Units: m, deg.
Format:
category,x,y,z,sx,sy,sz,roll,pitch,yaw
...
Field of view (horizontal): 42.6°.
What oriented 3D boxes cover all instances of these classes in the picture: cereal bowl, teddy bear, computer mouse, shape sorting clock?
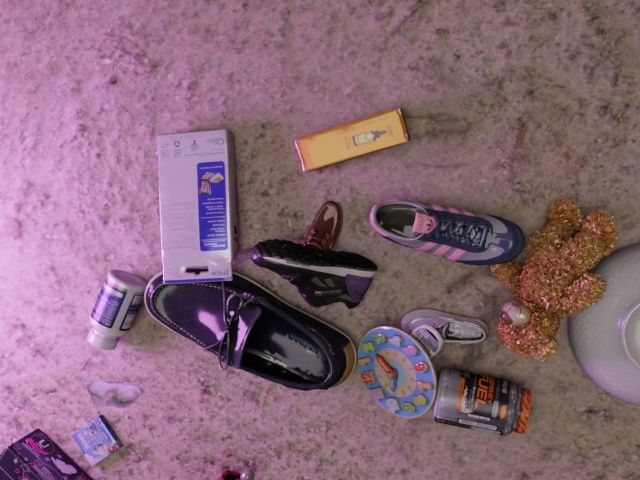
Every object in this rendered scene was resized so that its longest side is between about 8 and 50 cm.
category,x,y,z,sx,sy,sz,roll,pitch,yaw
cereal bowl,0.667,0.173,1.626,0.339,0.141,0.339,1,94,11
teddy bear,0.454,0.069,1.633,0.338,0.113,0.245,-48,54,11
computer mouse,0.205,0.233,1.737,0.106,0.042,0.193,48,136,9
shape sorting clock,0.158,0.279,1.733,0.206,0.040,0.206,22,122,40

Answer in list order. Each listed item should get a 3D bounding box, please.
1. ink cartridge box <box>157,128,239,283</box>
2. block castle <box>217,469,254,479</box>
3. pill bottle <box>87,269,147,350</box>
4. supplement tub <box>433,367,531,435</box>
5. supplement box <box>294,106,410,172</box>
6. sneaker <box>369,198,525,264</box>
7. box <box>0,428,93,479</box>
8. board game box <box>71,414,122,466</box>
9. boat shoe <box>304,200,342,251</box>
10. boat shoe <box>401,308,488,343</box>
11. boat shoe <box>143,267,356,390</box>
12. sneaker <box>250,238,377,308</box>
category,x,y,z,sx,sy,sz,roll,pitch,yaw
ink cartridge box,-0.268,-0.072,1.807,0.165,0.065,0.333,-2,86,11
block castle,-0.195,0.683,1.688,0.303,0.453,0.213,43,108,6
pill bottle,-0.468,0.160,1.870,0.094,0.094,0.169,26,99,8
supplement tub,0.337,0.340,1.717,0.190,0.117,0.117,9,97,10
supplement box,0.069,-0.212,1.740,0.233,0.080,0.078,-15,93,14
sneaker,0.247,-0.017,1.664,0.319,0.131,0.112,9,88,23
box,-0.651,0.597,1.922,0.247,0.142,0.163,41,102,6
board game box,-0.530,0.475,1.948,0.090,0.020,0.090,-35,88,13
boat shoe,-0.001,0.000,1.780,0.064,0.060,0.178,22,99,8
boat shoe,0.262,0.189,1.745,0.184,0.063,0.066,12,97,10
boat shoe,-0.164,0.190,1.784,0.500,0.156,0.187,23,101,10
sneaker,-0.021,0.084,1.716,0.283,0.107,0.124,12,110,-25
